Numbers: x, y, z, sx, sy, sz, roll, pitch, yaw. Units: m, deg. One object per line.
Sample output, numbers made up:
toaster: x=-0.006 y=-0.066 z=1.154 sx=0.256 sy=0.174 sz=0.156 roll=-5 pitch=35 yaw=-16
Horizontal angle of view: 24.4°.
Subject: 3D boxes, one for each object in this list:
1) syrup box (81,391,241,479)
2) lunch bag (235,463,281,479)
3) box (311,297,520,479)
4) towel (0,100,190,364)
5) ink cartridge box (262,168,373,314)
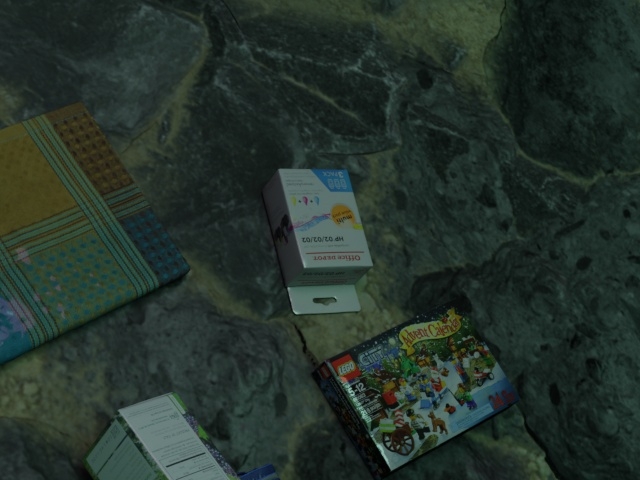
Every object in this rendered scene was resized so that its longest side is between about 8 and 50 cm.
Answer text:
syrup box: x=-0.144 y=0.289 z=1.604 sx=0.237 sy=0.093 sz=0.096 roll=50 pitch=32 yaw=20
lunch bag: x=-0.090 y=0.297 z=1.684 sx=0.098 sy=0.067 sz=0.065 roll=-20 pitch=73 yaw=-34
box: x=0.123 y=0.185 z=1.876 sx=0.233 sy=0.044 sz=0.159 roll=-23 pitch=75 yaw=-36
towel: x=-0.365 y=-0.002 z=1.734 sx=0.370 sy=0.040 sz=0.271 roll=-25 pitch=77 yaw=-38
ink cartridge box: x=0.000 y=0.000 z=1.908 sx=0.104 sy=0.061 sz=0.181 roll=-2 pitch=64 yaw=-28
